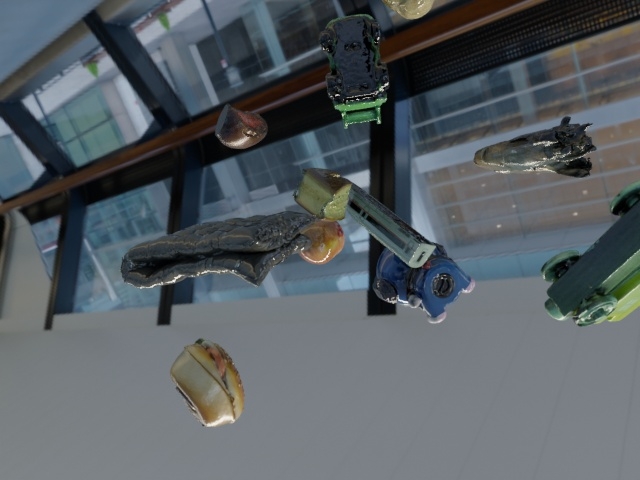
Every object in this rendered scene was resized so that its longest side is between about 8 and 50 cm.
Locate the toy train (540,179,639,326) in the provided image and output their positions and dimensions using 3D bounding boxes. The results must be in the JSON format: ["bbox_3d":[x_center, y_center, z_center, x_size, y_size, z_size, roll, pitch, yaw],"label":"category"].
[{"bbox_3d":[0.703,0.032,1.158,0.273,0.179,0.442,-1,139,-27],"label":"toy train"}]

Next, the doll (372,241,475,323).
[{"bbox_3d":[0.318,0.112,1.691,0.284,0.240,0.310,-32,-163,-11],"label":"doll"}]

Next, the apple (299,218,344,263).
[{"bbox_3d":[0.000,0.000,2.026,0.210,0.164,0.209,-23,-170,4],"label":"apple"}]

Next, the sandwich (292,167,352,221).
[{"bbox_3d":[0.020,-0.121,1.471,0.128,0.122,0.235,4,-159,-23],"label":"sandwich"}]

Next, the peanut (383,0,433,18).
[{"bbox_3d":[0.222,-0.760,1.408,0.174,0.339,0.158,-15,163,37],"label":"peanut"}]

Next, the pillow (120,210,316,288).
[{"bbox_3d":[-0.195,0.015,0.994,0.327,0.101,0.228,-4,-168,26],"label":"pillow"}]

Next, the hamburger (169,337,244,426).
[{"bbox_3d":[-0.278,0.362,1.301,0.147,0.236,0.237,-33,-163,-27],"label":"hamburger"}]

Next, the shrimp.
[{"bbox_3d":[0.427,-0.152,0.978,0.178,0.075,0.289,8,171,-24],"label":"shrimp"}]

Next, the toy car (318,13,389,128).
[{"bbox_3d":[0.123,-0.596,1.822,0.214,0.358,0.176,-9,177,6],"label":"toy car"}]

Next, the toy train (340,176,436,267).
[{"bbox_3d":[0.170,-0.065,1.580,0.087,0.088,0.407,8,-152,-45],"label":"toy train"}]

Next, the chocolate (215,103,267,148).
[{"bbox_3d":[-0.213,-0.311,1.425,0.133,0.124,0.127,18,157,-23],"label":"chocolate"}]
